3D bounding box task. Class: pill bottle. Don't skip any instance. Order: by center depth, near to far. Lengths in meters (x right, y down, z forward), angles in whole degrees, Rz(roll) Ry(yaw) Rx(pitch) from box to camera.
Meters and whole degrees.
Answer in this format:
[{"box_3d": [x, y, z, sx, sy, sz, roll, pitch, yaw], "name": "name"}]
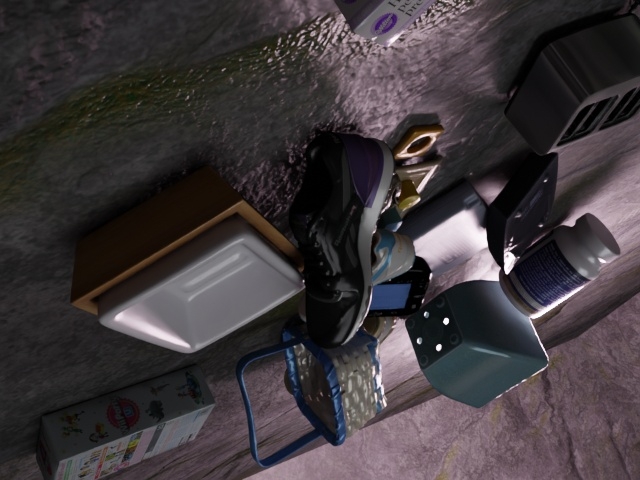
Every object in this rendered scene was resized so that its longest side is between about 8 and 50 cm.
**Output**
[{"box_3d": [0.572, 0.058, 1.924, 0.264, 0.153, 0.153, -42, 155, 31], "name": "pill bottle"}]

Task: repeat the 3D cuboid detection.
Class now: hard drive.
[{"box_3d": [0.369, -0.052, 1.472, 0.172, 0.054, 0.255, -51, 156, -11], "name": "hard drive"}]

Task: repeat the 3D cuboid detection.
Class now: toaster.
[{"box_3d": [0.370, -0.219, 1.106, 0.168, 0.110, 0.186, -22, 158, -19], "name": "toaster"}]

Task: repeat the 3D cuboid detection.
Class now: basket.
[{"box_3d": [-0.021, 0.298, 1.598, 0.289, 0.201, 0.255, -21, 120, -29], "name": "basket"}]

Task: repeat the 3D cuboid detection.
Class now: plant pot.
[{"box_3d": [0.357, 0.242, 1.980, 0.252, 0.248, 0.247, 17, 134, -40], "name": "plant pot"}]

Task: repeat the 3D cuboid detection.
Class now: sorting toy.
[{"box_3d": [0.087, -0.049, 1.231, 0.196, 0.047, 0.348, -17, 156, -27], "name": "sorting toy"}]

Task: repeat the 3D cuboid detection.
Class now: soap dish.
[{"box_3d": [-0.155, 0.032, 1.021, 0.229, 0.118, 0.291, -30, 158, 5], "name": "soap dish"}]

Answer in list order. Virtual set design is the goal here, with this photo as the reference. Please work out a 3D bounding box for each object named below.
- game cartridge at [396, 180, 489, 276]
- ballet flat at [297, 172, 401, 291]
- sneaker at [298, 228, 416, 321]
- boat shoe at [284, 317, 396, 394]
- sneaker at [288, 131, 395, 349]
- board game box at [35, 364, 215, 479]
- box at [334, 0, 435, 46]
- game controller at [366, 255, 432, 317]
[{"box_3d": [0.231, -0.009, 1.495, 0.196, 0.060, 0.294, -37, 157, 11], "name": "game cartridge"}, {"box_3d": [0.035, -0.009, 1.140, 0.058, 0.084, 0.250, 16, 129, -32], "name": "ballet flat"}, {"box_3d": [0.038, 0.054, 1.269, 0.228, 0.087, 0.092, -40, 143, 27], "name": "sneaker"}, {"box_3d": [0.049, 0.257, 1.792, 0.302, 0.113, 0.103, -40, 151, 25], "name": "boat shoe"}, {"box_3d": [0.000, 0.000, 1.031, 0.124, 0.107, 0.283, 3, 99, -44], "name": "sneaker"}, {"box_3d": [-0.377, 0.365, 1.540, 0.303, 0.098, 0.224, -17, 155, -31], "name": "board game box"}, {"box_3d": [0.142, -0.305, 0.693, 0.324, 0.067, 0.063, -39, 156, 28], "name": "box"}, {"box_3d": [0.113, 0.094, 1.492, 0.166, 0.067, 0.319, 6, 161, 4], "name": "game controller"}]
